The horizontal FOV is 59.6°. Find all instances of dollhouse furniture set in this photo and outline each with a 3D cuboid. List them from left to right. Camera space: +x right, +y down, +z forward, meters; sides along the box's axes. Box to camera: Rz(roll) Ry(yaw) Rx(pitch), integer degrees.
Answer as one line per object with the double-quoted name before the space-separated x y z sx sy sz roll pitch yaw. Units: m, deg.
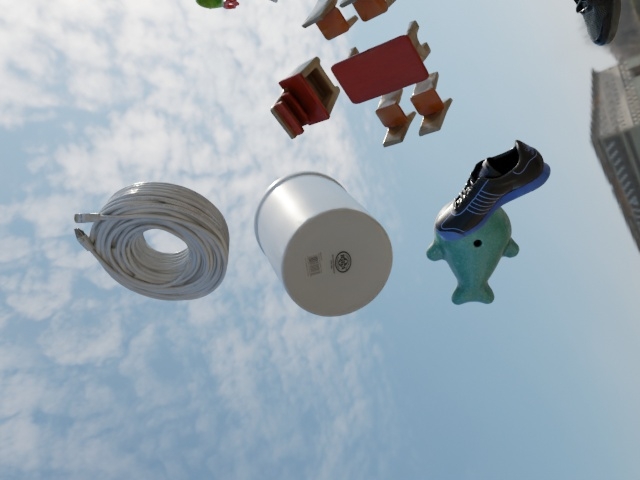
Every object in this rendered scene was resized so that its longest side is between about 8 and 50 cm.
"dollhouse furniture set" 0.053 -0.265 0.935 0.262 0.259 0.135 50 -132 -30

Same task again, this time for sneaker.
"sneaker" 0.287 -0.090 1.002 0.090 0.232 0.081 35 -149 -30
"sneaker" 0.485 -0.475 1.052 0.087 0.130 0.227 -137 36 -81

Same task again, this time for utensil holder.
"utensil holder" 0.000 0.000 1.601 0.327 0.328 0.385 55 178 -25

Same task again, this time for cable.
"cable" -0.300 0.007 1.066 0.089 0.257 0.257 -90 -15 -50

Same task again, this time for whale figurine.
"whale figurine" 0.359 0.035 1.311 0.141 0.217 0.271 -69 -23 -73

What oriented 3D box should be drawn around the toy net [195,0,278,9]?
"toy net" -0.185 -0.593 1.372 0.122 0.232 0.045 89 178 -80
